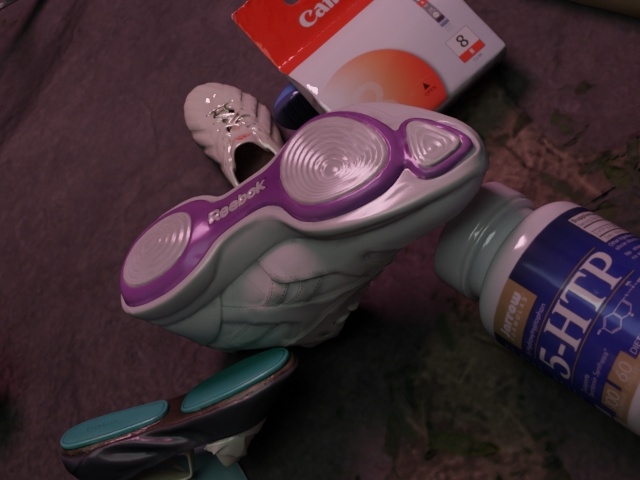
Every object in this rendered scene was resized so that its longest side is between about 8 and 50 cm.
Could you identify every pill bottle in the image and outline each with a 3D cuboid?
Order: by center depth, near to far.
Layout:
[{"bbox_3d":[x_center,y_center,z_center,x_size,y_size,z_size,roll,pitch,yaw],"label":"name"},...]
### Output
[{"bbox_3d":[0.174,0.038,0.754,0.186,0.112,0.112,34,86,32],"label":"pill bottle"}]

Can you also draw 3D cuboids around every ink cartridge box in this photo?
[{"bbox_3d":[0.038,-0.168,0.893,0.145,0.045,0.179,-42,86,-6],"label":"ink cartridge box"}]

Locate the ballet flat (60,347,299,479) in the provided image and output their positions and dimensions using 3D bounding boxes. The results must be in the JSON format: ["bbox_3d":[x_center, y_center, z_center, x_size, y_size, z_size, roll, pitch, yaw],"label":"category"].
[{"bbox_3d":[-0.099,0.145,0.845,0.203,0.074,0.074,-22,62,10],"label":"ballet flat"}]

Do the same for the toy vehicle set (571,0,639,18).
[{"bbox_3d":[0.272,-0.309,0.896,0.166,0.035,0.267,22,80,30],"label":"toy vehicle set"}]

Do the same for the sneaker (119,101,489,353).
[{"bbox_3d":[0.000,0.000,0.821,0.305,0.152,0.114,-23,45,30],"label":"sneaker"}]

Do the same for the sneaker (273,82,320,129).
[{"bbox_3d":[0.009,-0.154,0.948,0.144,0.053,0.059,-45,58,-8],"label":"sneaker"}]

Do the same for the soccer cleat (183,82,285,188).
[{"bbox_3d":[-0.062,-0.078,0.933,0.068,0.076,0.196,-42,58,4],"label":"soccer cleat"}]

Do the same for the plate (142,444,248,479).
[{"bbox_3d":[-0.136,0.237,0.870,0.188,0.024,0.188,-9,66,21],"label":"plate"}]

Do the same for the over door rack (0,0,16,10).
[{"bbox_3d":[-0.454,-0.262,1.140,0.239,0.108,0.324,34,72,33],"label":"over door rack"}]
